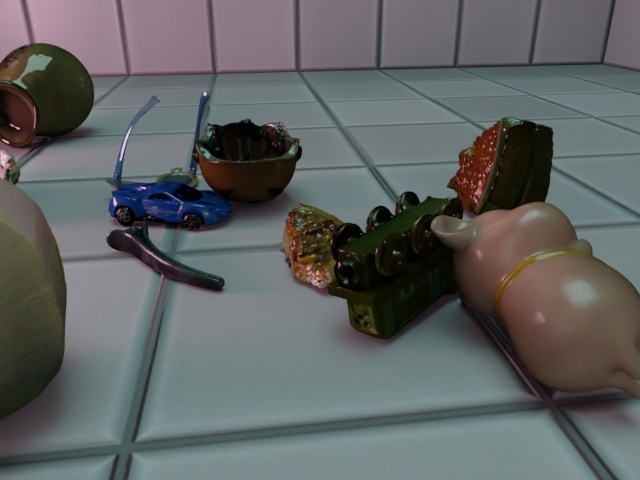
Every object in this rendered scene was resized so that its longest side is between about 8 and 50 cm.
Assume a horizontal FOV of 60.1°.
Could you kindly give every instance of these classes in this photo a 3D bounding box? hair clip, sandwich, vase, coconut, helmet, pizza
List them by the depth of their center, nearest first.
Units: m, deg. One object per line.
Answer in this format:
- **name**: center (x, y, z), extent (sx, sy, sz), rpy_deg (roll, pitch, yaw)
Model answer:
- **coconut**: center (-0.347, 0.063, 0.481), extent (0.259, 0.259, 0.259), rpy_deg (0, 24, 0)
- **hair clip**: center (-0.222, 0.029, 0.796), extent (0.229, 0.039, 0.070), rpy_deg (27, 36, 37)
- **pizza**: center (-0.001, -0.003, 0.825), extent (0.127, 0.058, 0.246), rpy_deg (0, 22, 1)
- **sandwich**: center (0.313, -0.131, 0.959), extent (0.109, 0.185, 0.160), rpy_deg (0, 26, -17)
- **helmet**: center (-0.134, -0.137, 1.038), extent (0.198, 0.130, 0.224), rpy_deg (-6, 33, -9)
- **vase**: center (-0.789, -0.356, 1.469), extent (0.329, 0.241, 0.302), rpy_deg (-20, 30, 27)

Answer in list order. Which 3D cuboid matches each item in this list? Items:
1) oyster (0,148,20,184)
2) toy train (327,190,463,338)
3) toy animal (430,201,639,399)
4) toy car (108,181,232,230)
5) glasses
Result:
- **oyster**: center (-0.668, -0.105, 1.034), extent (0.201, 0.107, 0.354), rpy_deg (-35, 50, -21)
- **toy train**: center (0.102, 0.026, 0.671), extent (0.090, 0.137, 0.225), rpy_deg (14, 32, 43)
- **toy animal**: center (0.239, 0.060, 0.577), extent (0.149, 0.165, 0.248), rpy_deg (-28, 38, -12)
- **toy car**: center (-0.260, -0.067, 0.962), extent (0.216, 0.063, 0.103), rpy_deg (3, 24, 9)
- **glasses**: center (-0.285, -0.169, 1.046), extent (0.189, 0.221, 0.088), rpy_deg (-20, 64, -49)
